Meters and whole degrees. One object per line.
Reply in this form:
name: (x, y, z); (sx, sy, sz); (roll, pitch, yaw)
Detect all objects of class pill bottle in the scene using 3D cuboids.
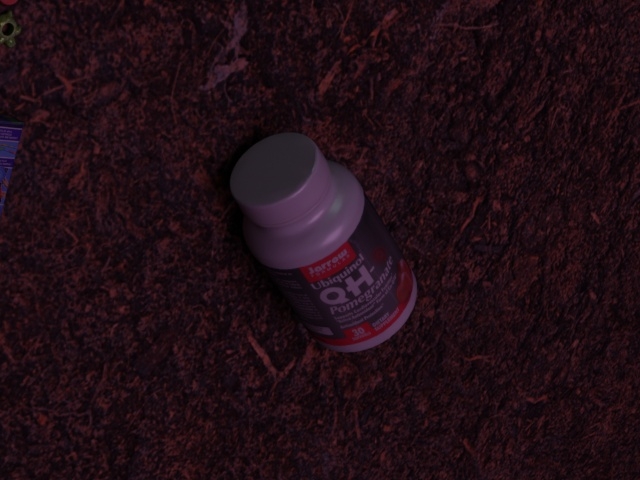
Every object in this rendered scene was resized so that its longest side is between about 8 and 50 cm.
pill bottle: (0.000, 0.000, 2.193); (0.176, 0.176, 0.318); (-48, 136, -14)

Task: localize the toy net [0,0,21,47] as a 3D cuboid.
toy net: (-0.384, -0.306, 1.758); (0.122, 0.045, 0.232); (-23, 125, -33)

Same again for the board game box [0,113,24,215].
board game box: (-0.446, -0.085, 1.823); (0.201, 0.035, 0.136); (4, 108, -45)
